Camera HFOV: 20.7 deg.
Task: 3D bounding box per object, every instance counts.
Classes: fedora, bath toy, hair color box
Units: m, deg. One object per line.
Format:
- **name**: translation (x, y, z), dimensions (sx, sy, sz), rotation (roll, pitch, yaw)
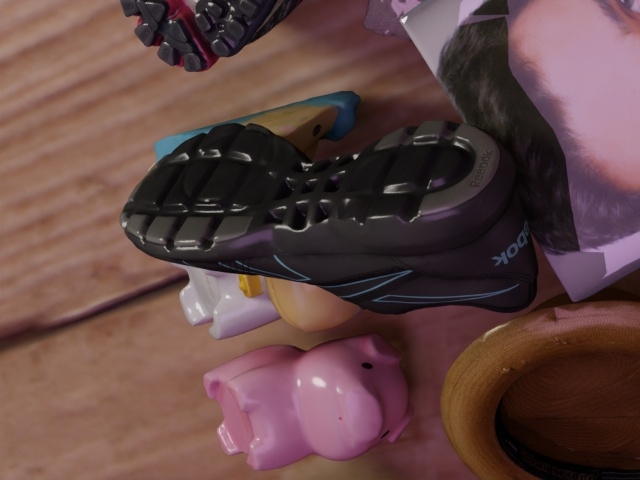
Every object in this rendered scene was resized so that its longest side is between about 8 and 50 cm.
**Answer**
- **fedora**: translation (0.168, 0.084, 1.023), dimensions (0.194, 0.079, 0.194), rotation (4, 131, 5)
- **bath toy**: translation (-0.002, 0.084, 1.142), dimensions (0.129, 0.151, 0.348), rotation (-18, 107, -23)
- **hair color box**: translation (0.251, -0.143, 0.919), dimensions (0.374, 0.113, 0.185), rotation (-33, 87, 24)

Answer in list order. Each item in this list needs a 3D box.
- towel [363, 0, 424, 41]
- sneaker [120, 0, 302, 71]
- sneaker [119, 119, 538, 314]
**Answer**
- **towel**: translation (0.169, -0.181, 1.032), dimensions (0.282, 0.049, 0.187), rotation (16, 114, 9)
- **sneaker**: translation (-0.011, -0.235, 1.014), dimensions (0.121, 0.112, 0.299), rotation (44, 122, 7)
- **sneaker**: translation (0.000, 0.000, 0.985), dimensions (0.267, 0.101, 0.106), rotation (3, 141, 38)
